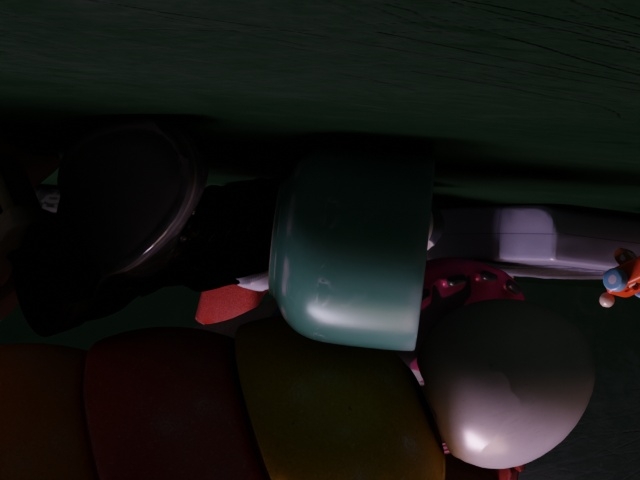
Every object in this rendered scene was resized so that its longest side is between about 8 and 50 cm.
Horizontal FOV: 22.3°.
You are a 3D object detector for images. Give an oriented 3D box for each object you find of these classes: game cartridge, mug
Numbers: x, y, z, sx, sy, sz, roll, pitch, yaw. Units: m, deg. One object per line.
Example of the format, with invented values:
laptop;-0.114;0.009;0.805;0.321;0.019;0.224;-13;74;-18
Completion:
game cartridge;0.200;0.004;1.506;0.196;0.060;0.294;2;178;-24
mug;0.019;0.004;1.057;0.097;0.129;0.158;6;177;1

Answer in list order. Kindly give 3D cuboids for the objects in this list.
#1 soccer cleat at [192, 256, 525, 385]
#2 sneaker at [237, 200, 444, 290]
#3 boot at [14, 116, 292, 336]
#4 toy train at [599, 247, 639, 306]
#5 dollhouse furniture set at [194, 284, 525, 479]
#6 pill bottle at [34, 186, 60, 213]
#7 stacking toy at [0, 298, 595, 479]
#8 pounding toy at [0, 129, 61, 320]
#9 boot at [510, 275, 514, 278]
soccer cleat;0.035;0.072;1.384;0.331;0.116;0.143;-9;-166;-43
sneaker;0.000;0.000;1.347;0.091;0.094;0.258;10;174;-34
boot;-0.074;-0.023;1.119;0.229;0.091;0.263;-13;164;-36
toy train;0.310;0.017;1.357;0.166;0.046;0.125;9;147;-45
dollhouse furniture set;0.009;0.137;1.539;0.201;0.152;0.374;-10;-146;-32
pill bottle;-0.249;-0.013;1.637;0.137;0.078;0.078;4;177;7
stacking toy;-0.034;0.171;1.134;0.480;0.350;0.350;-20;174;6
pounding toy;-0.305;-0.010;1.206;0.154;0.154;0.269;-7;156;-49
boot;0.094;0.048;1.771;0.209;0.076;0.189;-1;135;-17
